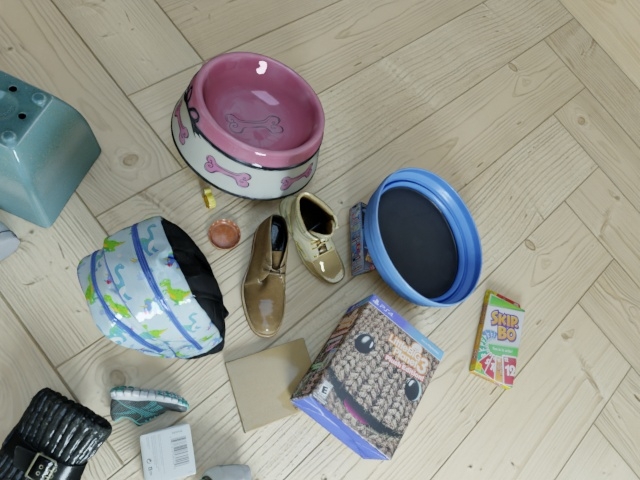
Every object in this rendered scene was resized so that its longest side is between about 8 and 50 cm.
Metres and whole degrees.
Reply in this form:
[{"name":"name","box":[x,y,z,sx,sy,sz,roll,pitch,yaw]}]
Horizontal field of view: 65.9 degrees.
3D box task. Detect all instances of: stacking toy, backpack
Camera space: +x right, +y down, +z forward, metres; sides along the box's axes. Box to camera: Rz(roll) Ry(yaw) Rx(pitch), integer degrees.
[{"name":"stacking toy","box":[-0.256,-0.202,1.304,0.166,0.052,0.221,-19,77,-24]},{"name":"backpack","box":[-0.319,0.098,0.999,0.273,0.355,0.290,-16,77,-22]}]

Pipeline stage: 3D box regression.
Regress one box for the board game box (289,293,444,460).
[{"name":"board game box","box":[0.113,0.319,1.166,0.232,0.141,0.291,39,59,-4]}]

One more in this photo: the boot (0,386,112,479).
[{"name":"boot","box":[-0.469,0.472,0.931,0.347,0.131,0.260,37,63,-2]}]

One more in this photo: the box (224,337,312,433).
[{"name":"box","box":[-0.107,0.337,1.166,0.201,0.021,0.165,-14,75,-22]}]

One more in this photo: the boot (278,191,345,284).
[{"name":"boot","box":[0.000,0.000,1.207,0.095,0.203,0.262,-31,98,-14]}]

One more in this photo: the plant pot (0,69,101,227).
[{"name":"plant pot","box":[-0.657,-0.219,1.062,0.246,0.252,0.248,25,65,-9]}]

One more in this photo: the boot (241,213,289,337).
[{"name":"boot","box":[-0.127,0.079,1.207,0.112,0.115,0.306,7,69,-18]}]

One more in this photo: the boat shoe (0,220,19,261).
[{"name":"boat shoe","box":[-0.770,0.044,1.013,0.088,0.096,0.267,45,62,6]}]

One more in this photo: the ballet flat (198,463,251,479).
[{"name":"ballet flat","box":[-0.135,0.649,0.990,0.139,0.139,0.401,-13,74,-23]}]

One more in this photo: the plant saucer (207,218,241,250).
[{"name":"plant saucer","box":[-0.244,-0.014,1.257,0.083,0.013,0.084,6,68,-16]}]

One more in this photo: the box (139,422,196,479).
[{"name":"box","box":[-0.316,0.440,1.019,0.101,0.087,0.101,-7,73,-20]}]

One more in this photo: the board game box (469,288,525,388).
[{"name":"board game box","box":[0.503,0.271,1.393,0.124,0.039,0.260,26,61,-9]}]

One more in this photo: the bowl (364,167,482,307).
[{"name":"bowl","box":[0.282,-0.007,1.350,0.390,0.077,0.392,14,65,-31]}]

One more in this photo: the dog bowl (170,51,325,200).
[{"name":"dog bowl","box":[-0.168,-0.312,1.280,0.407,0.150,0.409,12,56,-19]}]

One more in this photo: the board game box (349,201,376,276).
[{"name":"board game box","box":[0.155,0.024,1.340,0.194,0.060,0.194,26,59,-22]}]

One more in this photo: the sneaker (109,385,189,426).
[{"name":"sneaker","box":[-0.368,0.359,1.057,0.166,0.065,0.076,11,83,-11]}]
